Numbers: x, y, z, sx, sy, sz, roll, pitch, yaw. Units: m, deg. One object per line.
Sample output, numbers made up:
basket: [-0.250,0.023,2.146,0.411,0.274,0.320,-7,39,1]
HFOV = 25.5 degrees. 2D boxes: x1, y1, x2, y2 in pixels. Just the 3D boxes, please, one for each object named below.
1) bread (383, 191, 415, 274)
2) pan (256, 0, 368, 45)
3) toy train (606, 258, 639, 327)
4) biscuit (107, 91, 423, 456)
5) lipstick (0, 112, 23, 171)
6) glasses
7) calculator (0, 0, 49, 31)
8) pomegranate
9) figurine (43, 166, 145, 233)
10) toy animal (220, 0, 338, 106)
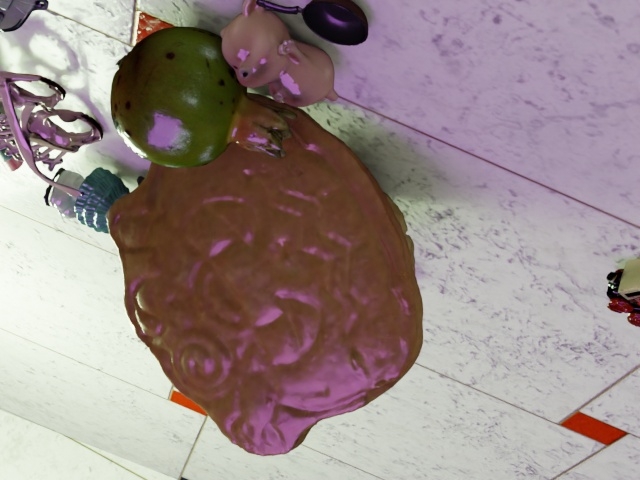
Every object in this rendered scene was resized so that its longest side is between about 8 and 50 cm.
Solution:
bread: [0.006,0.019,1.682,0.244,0.245,0.134,15,-161,17]
pan: [-0.005,-0.225,1.385,0.115,0.023,0.068,18,157,4]
toy train: [0.393,0.073,1.633,0.138,0.050,0.087,35,150,-27]
biscuit: [-0.071,0.038,1.613,0.365,0.062,0.385,-38,84,27]
lipstick: [-0.447,-0.154,1.896,0.053,0.053,0.234,17,158,13]
glasses: [-0.381,-0.134,1.787,0.162,0.095,0.255,5,156,20]
calculator: [-0.409,-0.312,1.497,0.268,0.040,0.177,30,141,-16]
pomegranate: [-0.128,-0.143,1.507,0.205,0.159,0.159,22,156,7]
figurine: [-0.243,-0.033,1.910,0.245,0.110,0.138,19,166,16]
toy animal: [-0.043,-0.185,1.450,0.083,0.089,0.150,-39,119,24]
